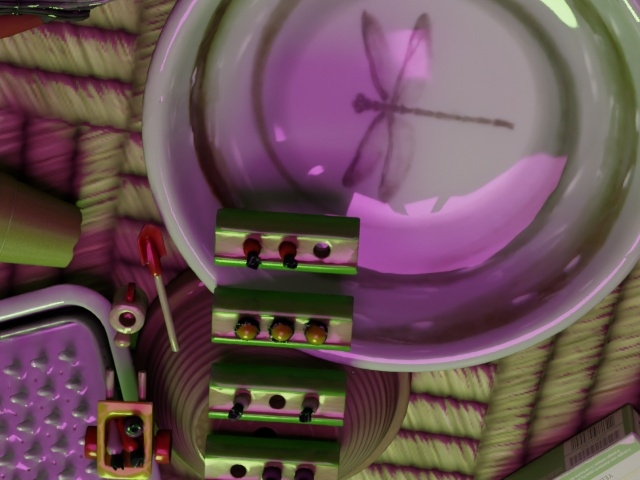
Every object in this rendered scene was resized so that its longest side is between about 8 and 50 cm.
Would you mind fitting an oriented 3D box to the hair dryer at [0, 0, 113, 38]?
[{"bbox_3d":[-0.285,-0.143,1.304,0.293,0.223,0.080,-14,79,32],"label":"hair dryer"}]

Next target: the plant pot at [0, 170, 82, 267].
[{"bbox_3d":[-0.236,-0.012,1.427,0.079,0.083,0.083,15,120,-20],"label":"plant pot"}]

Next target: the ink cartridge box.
[{"bbox_3d":[0.271,0.274,1.570,0.171,0.056,0.235,-35,110,19],"label":"ink cartridge box"}]

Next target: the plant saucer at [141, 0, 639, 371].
[{"bbox_3d":[0.069,-0.093,1.342,0.400,0.100,0.400,1,118,2],"label":"plant saucer"}]

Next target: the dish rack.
[{"bbox_3d":[-0.288,0.204,1.495,0.332,0.072,0.286,-15,84,11],"label":"dish rack"}]

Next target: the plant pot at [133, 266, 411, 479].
[{"bbox_3d":[-0.043,0.133,1.474,0.237,0.110,0.237,2,120,3],"label":"plant pot"}]

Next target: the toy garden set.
[{"bbox_3d":[-0.079,0.095,1.361,0.203,0.049,0.244,4,117,0],"label":"toy garden set"}]
